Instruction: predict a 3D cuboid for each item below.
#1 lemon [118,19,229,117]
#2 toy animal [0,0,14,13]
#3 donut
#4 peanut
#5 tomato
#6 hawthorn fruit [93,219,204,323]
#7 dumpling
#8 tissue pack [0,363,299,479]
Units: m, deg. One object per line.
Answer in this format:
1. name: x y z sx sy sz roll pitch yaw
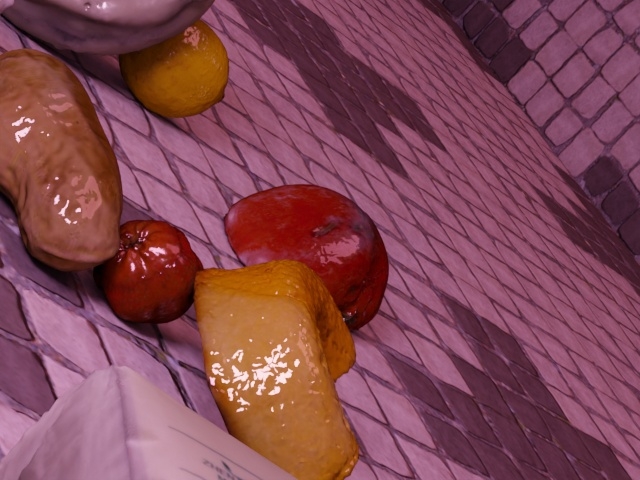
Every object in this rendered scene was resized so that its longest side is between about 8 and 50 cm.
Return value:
1. lemon: -0.151 -0.183 2.021 0.133 0.109 0.109 35 17 -34
2. toy animal: -0.307 -0.199 1.634 0.130 0.104 0.221 4 34 -23
3. donut: -0.040 0.087 1.508 0.259 0.101 0.152 -89 158 -64
4. peanut: -0.219 -0.062 1.547 0.108 0.095 0.226 -3 48 -31
5. tomato: 0.000 0.000 1.943 0.189 0.099 0.173 24 27 -49
6. hawthorn fruit: -0.136 0.029 1.559 0.093 0.093 0.093 41 15 -14
7. dumpling: -0.221 -0.278 1.963 0.318 0.187 0.243 9 2 -7
8. tissue pack: -0.011 0.274 0.955 0.380 0.207 0.297 37 18 -24
